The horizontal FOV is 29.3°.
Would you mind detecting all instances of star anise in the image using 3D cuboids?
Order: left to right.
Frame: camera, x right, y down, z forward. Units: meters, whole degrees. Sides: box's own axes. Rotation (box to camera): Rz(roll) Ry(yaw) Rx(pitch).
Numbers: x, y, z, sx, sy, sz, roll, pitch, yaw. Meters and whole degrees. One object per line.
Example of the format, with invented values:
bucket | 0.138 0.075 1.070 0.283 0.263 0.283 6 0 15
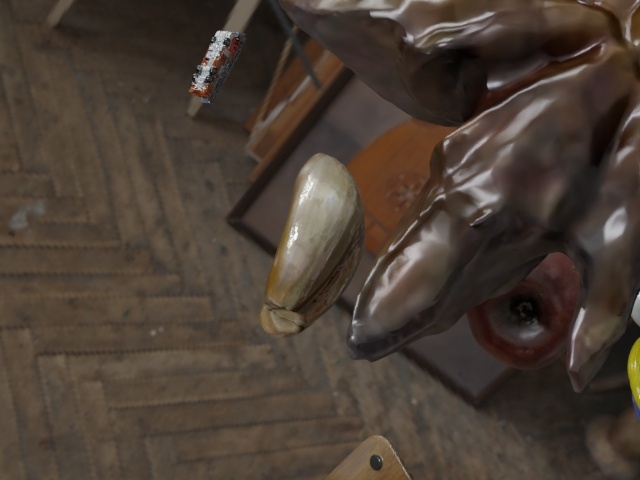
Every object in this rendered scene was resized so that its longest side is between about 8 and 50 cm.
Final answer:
star anise | 0.148 -0.079 0.518 0.349 0.109 0.292 6 87 7

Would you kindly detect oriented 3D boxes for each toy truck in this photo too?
toy truck | -0.100 -0.175 1.208 0.032 0.024 0.083 44 62 -49

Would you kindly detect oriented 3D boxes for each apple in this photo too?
apple | 0.329 0.076 1.905 0.234 0.234 0.234 18 51 -23

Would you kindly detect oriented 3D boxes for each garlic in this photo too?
garlic | 0.000 0.000 1.526 0.110 0.217 0.228 14 70 3

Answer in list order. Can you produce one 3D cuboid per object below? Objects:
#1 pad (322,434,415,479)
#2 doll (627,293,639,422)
pad | 0.075 0.476 1.845 0.018 0.286 0.284 2 48 -47
doll | 0.391 0.134 1.219 0.311 0.242 0.160 20 62 -28
